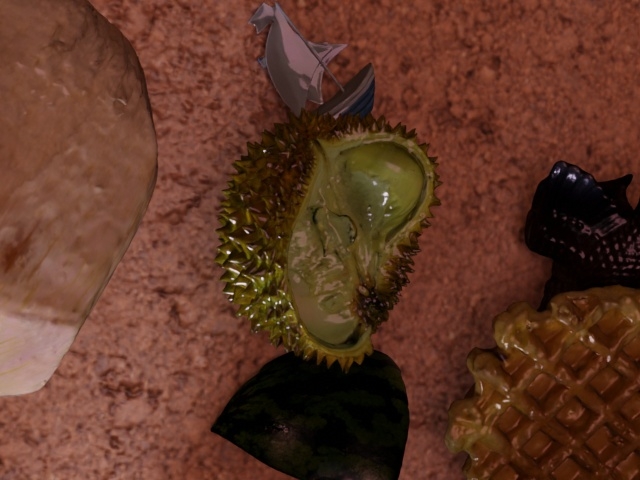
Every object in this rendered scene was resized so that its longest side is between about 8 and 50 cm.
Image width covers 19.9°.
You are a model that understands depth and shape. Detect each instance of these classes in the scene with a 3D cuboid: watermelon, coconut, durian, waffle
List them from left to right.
[{"bbox_3d":[-0.340,-0.045,1.441,0.415,0.345,0.415,-3,69,7],"label":"coconut"},{"bbox_3d":[0.001,-0.004,1.693,0.200,0.176,0.237,17,83,-19],"label":"durian"},{"bbox_3d":[0.013,0.163,1.752,0.193,0.137,0.145,24,85,19],"label":"watermelon"},{"bbox_3d":[0.277,0.185,1.851,0.325,0.068,0.302,-5,113,-11],"label":"waffle"}]

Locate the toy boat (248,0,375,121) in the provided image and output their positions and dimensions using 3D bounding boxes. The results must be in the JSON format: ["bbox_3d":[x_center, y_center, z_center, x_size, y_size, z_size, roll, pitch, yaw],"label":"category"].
[{"bbox_3d":[-0.014,-0.153,1.748,0.149,0.034,0.105,31,81,-23],"label":"toy boat"}]

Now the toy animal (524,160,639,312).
[{"bbox_3d":[0.291,0.018,1.849,0.218,0.116,0.179,35,80,-28],"label":"toy animal"}]
